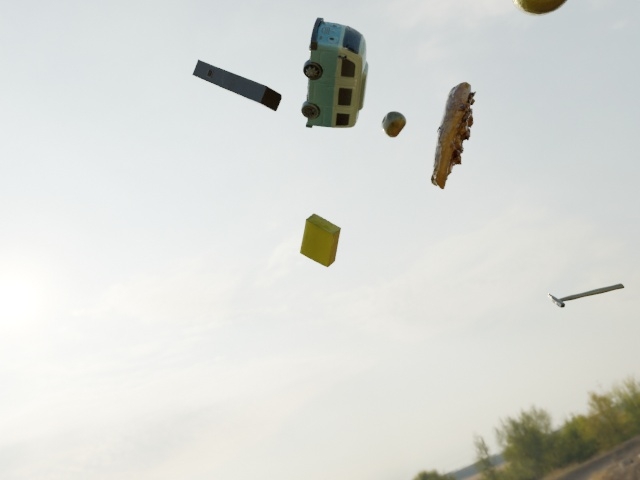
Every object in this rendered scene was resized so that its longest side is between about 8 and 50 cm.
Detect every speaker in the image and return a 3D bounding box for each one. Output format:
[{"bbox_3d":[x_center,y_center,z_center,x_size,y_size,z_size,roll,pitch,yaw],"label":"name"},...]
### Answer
[{"bbox_3d":[-0.203,-0.377,1.561,0.082,0.218,0.044,9,-74,-64],"label":"speaker"}]

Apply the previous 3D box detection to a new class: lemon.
[{"bbox_3d":[0.656,-0.760,1.911,0.184,0.184,0.248,-36,5,25],"label":"lemon"}]

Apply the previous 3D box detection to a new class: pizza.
[{"bbox_3d":[0.374,-0.290,1.794,0.086,0.305,0.161,13,3,16],"label":"pizza"}]

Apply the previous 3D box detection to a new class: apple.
[{"bbox_3d":[0.243,-0.384,2.132,0.075,0.089,0.089,23,-41,-11],"label":"apple"}]

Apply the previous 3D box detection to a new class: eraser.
[{"bbox_3d":[0.000,0.000,1.759,0.045,0.097,0.122,-38,-33,-46],"label":"eraser"}]

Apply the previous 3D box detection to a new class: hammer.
[{"bbox_3d":[0.656,0.129,1.579,0.199,0.062,0.013,-10,-67,-15],"label":"hammer"}]

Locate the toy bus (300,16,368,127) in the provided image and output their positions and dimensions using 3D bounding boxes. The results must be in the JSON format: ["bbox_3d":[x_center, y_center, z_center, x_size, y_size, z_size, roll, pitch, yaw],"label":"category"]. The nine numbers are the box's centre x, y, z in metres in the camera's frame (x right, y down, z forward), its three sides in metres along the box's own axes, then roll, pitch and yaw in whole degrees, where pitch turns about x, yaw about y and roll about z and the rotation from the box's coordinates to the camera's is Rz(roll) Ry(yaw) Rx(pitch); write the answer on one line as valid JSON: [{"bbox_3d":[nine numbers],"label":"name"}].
[{"bbox_3d":[0.041,-0.430,1.688,0.165,0.133,0.271,8,-41,3],"label":"toy bus"}]
